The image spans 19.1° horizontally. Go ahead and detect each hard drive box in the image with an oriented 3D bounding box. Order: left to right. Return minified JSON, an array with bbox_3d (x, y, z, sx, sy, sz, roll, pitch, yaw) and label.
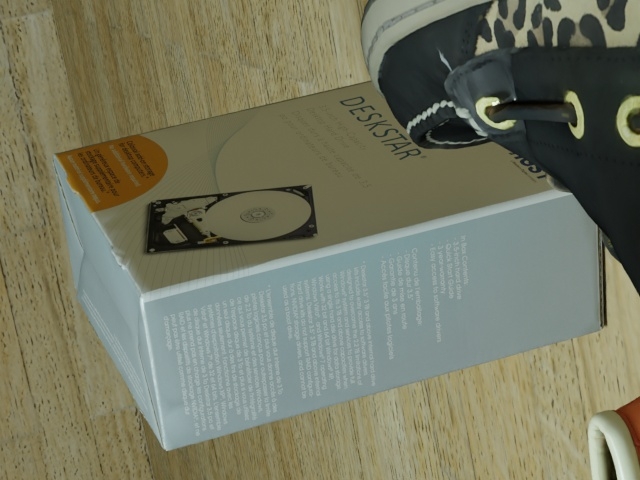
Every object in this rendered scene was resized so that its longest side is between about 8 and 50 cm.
[{"bbox_3d":[0.000,0.000,0.971,0.181,0.232,0.089,-132,32,-58],"label":"hard drive box"}]

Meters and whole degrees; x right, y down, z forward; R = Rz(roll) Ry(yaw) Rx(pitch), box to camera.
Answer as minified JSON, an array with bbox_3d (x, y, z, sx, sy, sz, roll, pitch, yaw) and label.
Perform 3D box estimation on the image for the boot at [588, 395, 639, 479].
[{"bbox_3d":[0.155,0.130,0.826,0.059,0.085,0.158,-141,38,-62],"label":"boot"}]

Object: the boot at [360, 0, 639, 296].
[{"bbox_3d":[0.143,0.015,0.676,0.377,0.138,0.284,-14,90,66],"label":"boot"}]
